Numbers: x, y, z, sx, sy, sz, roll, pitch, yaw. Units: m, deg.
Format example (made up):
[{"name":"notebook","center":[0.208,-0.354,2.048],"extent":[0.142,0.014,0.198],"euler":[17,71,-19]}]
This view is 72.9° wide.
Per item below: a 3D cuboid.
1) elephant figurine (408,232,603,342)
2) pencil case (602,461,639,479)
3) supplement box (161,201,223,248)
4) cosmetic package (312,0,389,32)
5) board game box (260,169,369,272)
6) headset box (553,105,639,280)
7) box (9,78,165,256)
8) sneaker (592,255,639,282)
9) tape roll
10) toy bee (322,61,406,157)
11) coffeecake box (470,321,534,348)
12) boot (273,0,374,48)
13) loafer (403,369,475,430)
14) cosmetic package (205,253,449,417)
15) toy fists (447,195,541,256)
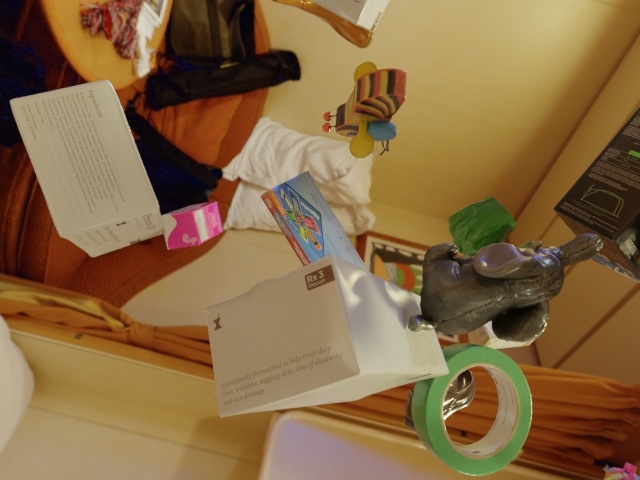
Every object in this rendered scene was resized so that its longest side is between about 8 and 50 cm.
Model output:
[{"name":"elephant figurine","center":[0.281,0.063,0.655],"extent":[0.239,0.169,0.186],"euler":[-12,-122,40]},{"name":"pencil case","center":[0.687,0.641,1.022],"extent":[0.236,0.104,0.104],"euler":[-30,152,-34]},{"name":"supplement box","center":[-0.416,-0.054,1.422],"extent":[0.220,0.111,0.114],"euler":[-57,139,-76]},{"name":"cosmetic package","center":[-0.003,-0.412,0.628],"extent":[0.085,0.231,0.117],"euler":[-31,151,-60]},{"name":"board game box","center":[0.000,0.000,0.902],"extent":[0.027,0.281,0.145],"euler":[-27,-173,40]},{"name":"headset box","center":[0.635,-0.099,0.838],"extent":[0.283,0.246,0.131],"euler":[-53,-138,10]},{"name":"box","center":[-0.307,-0.089,0.604],"extent":[0.182,0.119,0.181],"euler":[68,-19,3]},{"name":"sneaker","center":[0.735,0.047,1.025],"extent":[0.080,0.211,0.081],"euler":[-67,168,14]},{"name":"tape roll","center":[0.399,0.437,1.140],"extent":[0.077,0.321,0.321],"euler":[163,-57,-72]},{"name":"toy bee","center":[0.084,-0.254,0.919],"extent":[0.298,0.162,0.195],"euler":[88,5,-60]},{"name":"coffeecake box","center":[0.526,0.241,1.285],"extent":[0.068,0.185,0.142],"euler":[110,-28,-43]},{"name":"boot","center":[-0.017,-0.584,1.074],"extent":[0.211,0.295,0.104],"euler":[-19,157,-36]},{"name":"loafer","center":[0.405,0.491,1.426],"extent":[0.366,0.133,0.130],"euler":[-16,106,-48]},{"name":"cosmetic package","center":[0.035,0.163,0.682],"extent":[0.385,0.217,0.156],"euler":[23,47,-56]},{"name":"toy fists","center":[0.413,0.028,1.022],"extent":[0.279,0.142,0.096],"euler":[59,-6,28]}]
